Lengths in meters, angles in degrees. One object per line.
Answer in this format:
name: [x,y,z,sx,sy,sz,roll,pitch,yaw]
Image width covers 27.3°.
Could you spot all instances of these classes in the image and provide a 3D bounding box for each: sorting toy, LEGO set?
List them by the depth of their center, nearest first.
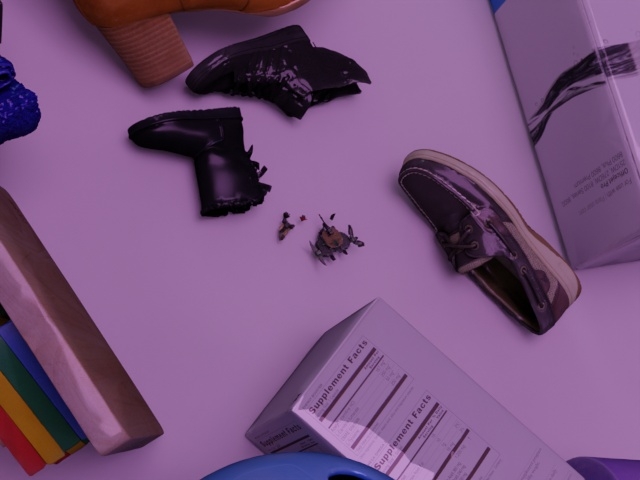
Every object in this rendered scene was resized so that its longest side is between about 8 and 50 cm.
sorting toy: [-0.238,0.069,1.019,0.089,0.257,0.255,-34,84,-5]
LEGO set: [0.000,-0.002,1.263,0.083,0.023,0.054,28,61,4]

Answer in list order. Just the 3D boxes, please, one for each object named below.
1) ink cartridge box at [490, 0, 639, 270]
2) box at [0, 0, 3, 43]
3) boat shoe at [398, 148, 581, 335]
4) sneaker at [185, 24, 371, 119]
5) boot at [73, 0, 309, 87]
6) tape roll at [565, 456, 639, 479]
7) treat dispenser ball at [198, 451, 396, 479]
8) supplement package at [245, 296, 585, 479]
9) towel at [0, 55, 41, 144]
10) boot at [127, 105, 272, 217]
ink cartridge box: [0.363,-0.187,1.393,0.285,0.166,0.395,-7,74,-24]
box: [-0.343,-0.219,1.113,0.114,0.036,0.207,-3,29,-24]
boat shoe: [0.160,0.004,1.291,0.223,0.080,0.073,42,57,-9]
sneaker: [-0.040,-0.155,1.280,0.170,0.051,0.089,-27,79,-31]
boot: [-0.103,-0.297,1.212,0.295,0.104,0.211,-37,125,-16]
tape roll: [0.264,0.289,1.171,0.080,0.189,0.189,7,69,-19]
treat dispenser ball: [-0.018,0.305,0.992,0.288,0.288,0.288,7,69,-20]
supplement package: [0.080,0.189,1.158,0.244,0.139,0.134,42,63,-5]
towel: [-0.405,-0.101,1.040,0.308,0.076,0.228,-30,51,-31]
boot: [-0.111,-0.070,1.227,0.121,0.045,0.099,-10,78,-26]
